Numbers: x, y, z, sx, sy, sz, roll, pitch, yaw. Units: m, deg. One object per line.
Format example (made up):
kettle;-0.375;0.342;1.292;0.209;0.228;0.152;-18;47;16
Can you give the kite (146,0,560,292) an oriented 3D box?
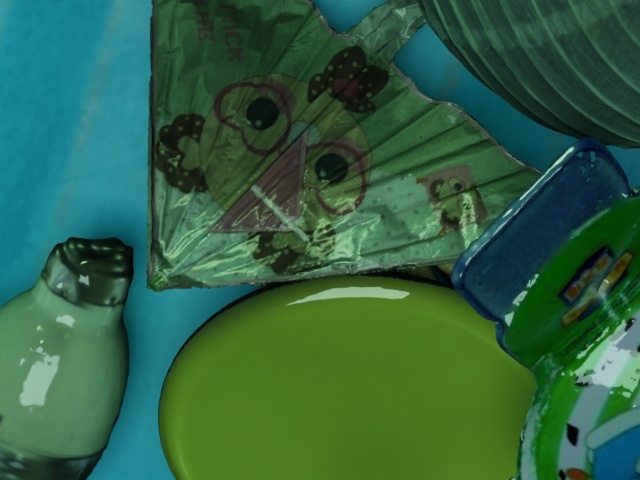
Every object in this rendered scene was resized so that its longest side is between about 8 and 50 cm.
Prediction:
kite;0.002;-0.067;0.915;0.323;0.013;0.268;37;74;15

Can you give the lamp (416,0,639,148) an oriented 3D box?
lamp;0.151;-0.168;0.828;0.233;0.233;0.265;2;98;6

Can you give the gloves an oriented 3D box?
gloves;-0.001;-0.008;0.958;0.144;0.094;0.110;30;116;-22

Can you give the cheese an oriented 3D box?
cheese;0.164;0.056;0.885;0.204;0.083;0.320;-45;141;2

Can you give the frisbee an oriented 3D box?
frisbee;0.024;0.111;0.981;0.236;0.017;0.236;1;127;1

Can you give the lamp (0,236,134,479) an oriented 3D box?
lamp;-0.172;0.106;1.009;0.101;0.101;0.250;24;111;0
